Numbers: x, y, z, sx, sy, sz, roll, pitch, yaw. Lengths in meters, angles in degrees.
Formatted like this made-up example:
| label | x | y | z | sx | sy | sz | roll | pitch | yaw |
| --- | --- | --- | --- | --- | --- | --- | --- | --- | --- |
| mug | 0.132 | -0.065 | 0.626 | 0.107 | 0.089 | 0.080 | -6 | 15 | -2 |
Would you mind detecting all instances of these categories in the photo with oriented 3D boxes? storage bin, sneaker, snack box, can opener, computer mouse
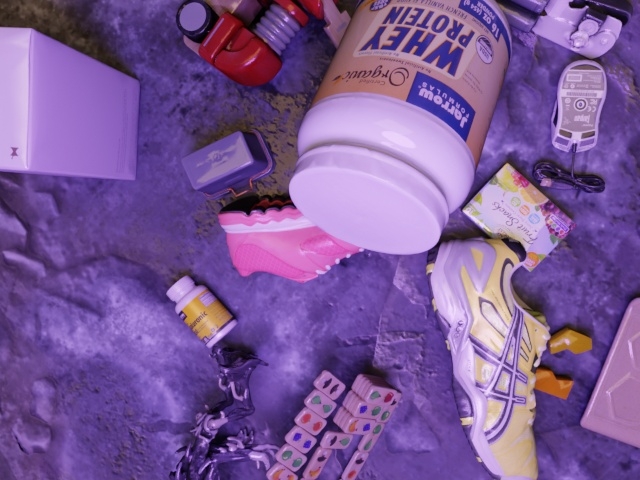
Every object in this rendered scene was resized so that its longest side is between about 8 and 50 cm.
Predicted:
| label | x | y | z | sx | sy | sz | roll | pitch | yaw |
| --- | --- | --- | --- | --- | --- | --- | --- | --- | --- |
| storage bin | -0.150 | -0.118 | 0.887 | 0.135 | 0.091 | 0.098 | -23 | 91 | 9 |
| sneaker | 0.269 | 0.179 | 0.817 | 0.147 | 0.145 | 0.384 | -15 | 93 | 20 |
| sneaker | 0.000 | 0.000 | 0.883 | 0.314 | 0.116 | 0.136 | 0 | 110 | 9 |
| snack box | 0.303 | -0.036 | 0.860 | 0.141 | 0.037 | 0.100 | 42 | 99 | 3 |
| can opener | 0.314 | -0.357 | 0.831 | 0.281 | 0.074 | 0.093 | 24 | 62 | 4 |
| computer mouse | 0.386 | -0.171 | 0.840 | 0.106 | 0.042 | 0.192 | 7 | 100 | 12 |

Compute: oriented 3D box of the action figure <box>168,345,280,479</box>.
| label | x | y | z | sx | sy | sz | roll | pitch | yaw |
| --- | --- | --- | --- | --- | --- | --- | --- | --- | --- |
| action figure | -0.144 | 0.313 | 0.864 | 0.141 | 0.164 | 0.275 | 20 | 79 | -30 |

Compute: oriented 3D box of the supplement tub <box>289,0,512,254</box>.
| label | x | y | z | sx | sy | sz | roll | pitch | yaw |
| --- | --- | --- | --- | --- | --- | --- | --- | --- | --- |
| supplement tub | 0.105 | -0.163 | 0.729 | 0.229 | 0.228 | 0.316 | 20 | 67 | 6 |

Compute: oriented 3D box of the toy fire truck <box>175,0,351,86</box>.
| label | x | y | z | sx | sy | sz | roll | pitch | yaw |
| --- | --- | --- | --- | --- | --- | --- | --- | --- | --- |
| toy fire truck | -0.051 | -0.315 | 0.847 | 0.246 | 0.158 | 0.217 | 40 | 97 | 14 |

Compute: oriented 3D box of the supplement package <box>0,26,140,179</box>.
| label | x | y | z | sx | sy | sz | roll | pitch | yaw |
| --- | --- | --- | --- | --- | --- | --- | --- | --- | --- |
| supplement package | -0.412 | -0.185 | 0.814 | 0.178 | 0.293 | 0.175 | 5 | 95 | 6 |

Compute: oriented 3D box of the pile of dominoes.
| label | x | y | z | sx | sy | sz | roll | pitch | yaw |
| --- | --- | --- | --- | --- | --- | --- | --- | --- | --- |
| pile of dominoes | 0.025 | 0.322 | 0.855 | 0.040 | 0.196 | 0.251 | 35 | 100 | 49 |

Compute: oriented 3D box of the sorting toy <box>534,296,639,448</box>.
| label | x | y | z | sx | sy | sz | roll | pitch | yaw |
| --- | --- | --- | --- | --- | --- | --- | --- | --- | --- |
| sorting toy | 0.492 | 0.203 | 0.855 | 0.307 | 0.041 | 0.228 | 19 | 100 | 6 |

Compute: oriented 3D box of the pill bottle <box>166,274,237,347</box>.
| label | x | y | z | sx | sy | sz | roll | pitch | yaw |
| --- | --- | --- | --- | --- | --- | --- | --- | --- | --- |
| pill bottle | -0.198 | 0.115 | 0.921 | 0.065 | 0.065 | 0.116 | -44 | 87 | 8 |
